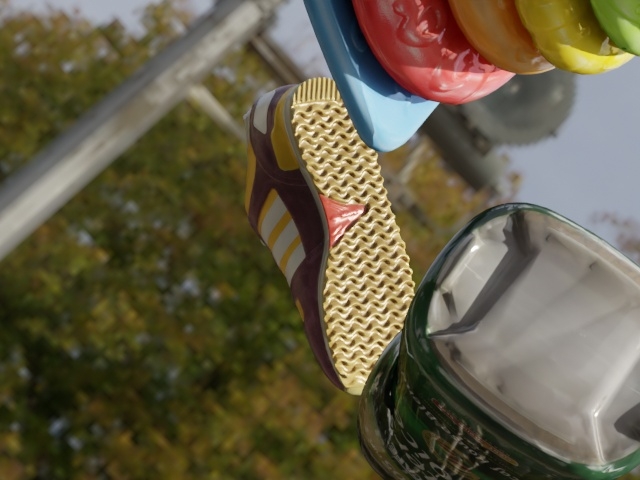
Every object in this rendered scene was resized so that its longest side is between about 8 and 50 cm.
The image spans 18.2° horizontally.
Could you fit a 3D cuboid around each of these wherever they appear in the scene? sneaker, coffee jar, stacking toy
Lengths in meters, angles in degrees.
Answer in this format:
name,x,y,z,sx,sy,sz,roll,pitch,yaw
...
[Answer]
name,x,y,z,sx,sy,sz,roll,pitch,yaw
sneaker,0.000,0.000,1.174,0.084,0.070,0.185,-14,-95,57
coffee jar,0.068,0.056,0.733,0.096,0.079,0.184,36,-17,6
stacking toy,0.145,-0.137,0.878,0.302,0.175,0.165,7,-49,37
